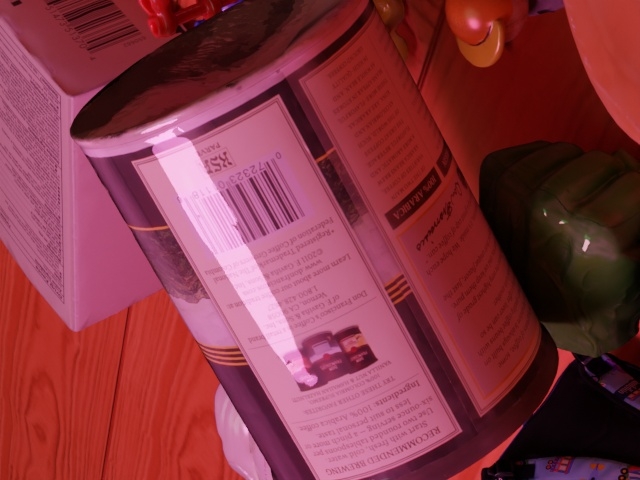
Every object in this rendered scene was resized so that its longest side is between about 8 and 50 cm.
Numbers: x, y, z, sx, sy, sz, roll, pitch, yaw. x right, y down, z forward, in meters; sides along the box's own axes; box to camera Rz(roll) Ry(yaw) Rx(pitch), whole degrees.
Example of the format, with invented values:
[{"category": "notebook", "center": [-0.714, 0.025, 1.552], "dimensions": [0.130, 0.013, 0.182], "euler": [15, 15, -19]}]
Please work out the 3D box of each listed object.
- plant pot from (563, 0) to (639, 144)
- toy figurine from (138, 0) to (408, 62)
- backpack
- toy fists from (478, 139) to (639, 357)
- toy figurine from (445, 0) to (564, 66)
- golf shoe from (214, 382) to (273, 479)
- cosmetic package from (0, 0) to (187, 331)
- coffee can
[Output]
[{"category": "plant pot", "center": [0.226, -0.144, 0.787], "dimensions": [0.291, 0.204, 0.290], "euler": [172, 90, -76]}, {"category": "toy figurine", "center": [-0.103, -0.241, 1.312], "dimensions": [0.217, 0.191, 0.362], "euler": [20, 132, 53]}, {"category": "backpack", "center": [0.217, 0.169, 1.252], "dimensions": [0.173, 0.158, 0.117], "euler": [18, 141, 32]}, {"category": "toy fists", "center": [0.214, 0.029, 1.178], "dimensions": [0.279, 0.096, 0.142], "euler": [37, 160, 32]}, {"category": "toy figurine", "center": [0.087, -0.232, 1.067], "dimensions": [0.209, 0.148, 0.213], "euler": [47, 148, 18]}, {"category": "golf shoe", "center": [0.008, 0.243, 1.661], "dimensions": [0.140, 0.115, 0.306], "euler": [3, 121, 51]}, {"category": "cosmetic package", "center": [-0.200, -0.084, 1.632], "dimensions": [0.153, 0.129, 0.296], "euler": [48, 149, 29]}, {"category": "coffee can", "center": [0.000, 0.000, 1.162], "dimensions": [0.201, 0.201, 0.275], "euler": [0, 124, 55]}]
